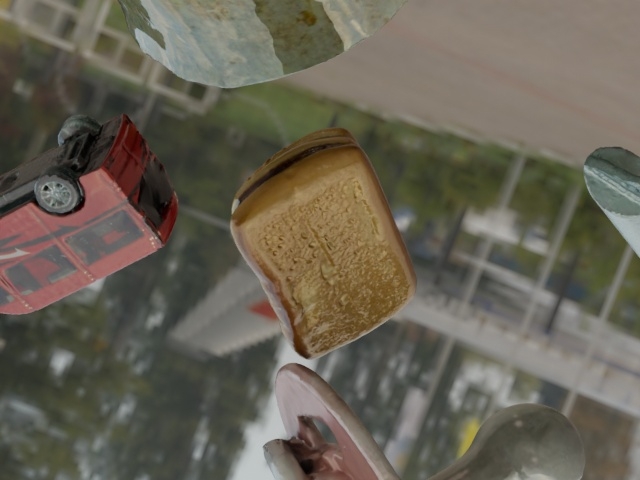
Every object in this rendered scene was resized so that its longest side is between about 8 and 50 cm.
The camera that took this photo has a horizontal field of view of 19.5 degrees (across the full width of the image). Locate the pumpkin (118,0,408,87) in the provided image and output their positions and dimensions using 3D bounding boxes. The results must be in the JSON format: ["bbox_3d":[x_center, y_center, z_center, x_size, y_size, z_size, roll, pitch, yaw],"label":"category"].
[{"bbox_3d":[-0.064,-0.308,1.415,0.332,0.332,0.199,22,165,40],"label":"pumpkin"}]

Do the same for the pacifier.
[{"bbox_3d":[0.071,0.230,1.441,0.332,0.273,0.220,62,-159,-7],"label":"pacifier"}]

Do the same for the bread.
[{"bbox_3d":[0.000,0.000,1.399,0.077,0.116,0.200,60,177,40],"label":"bread"}]

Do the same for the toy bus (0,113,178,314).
[{"bbox_3d":[-0.196,-0.007,1.250,0.089,0.195,0.081,55,-156,-24],"label":"toy bus"}]

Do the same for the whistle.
[{"bbox_3d":[0.314,-0.020,1.786,0.062,0.062,0.312,22,174,25],"label":"whistle"}]
